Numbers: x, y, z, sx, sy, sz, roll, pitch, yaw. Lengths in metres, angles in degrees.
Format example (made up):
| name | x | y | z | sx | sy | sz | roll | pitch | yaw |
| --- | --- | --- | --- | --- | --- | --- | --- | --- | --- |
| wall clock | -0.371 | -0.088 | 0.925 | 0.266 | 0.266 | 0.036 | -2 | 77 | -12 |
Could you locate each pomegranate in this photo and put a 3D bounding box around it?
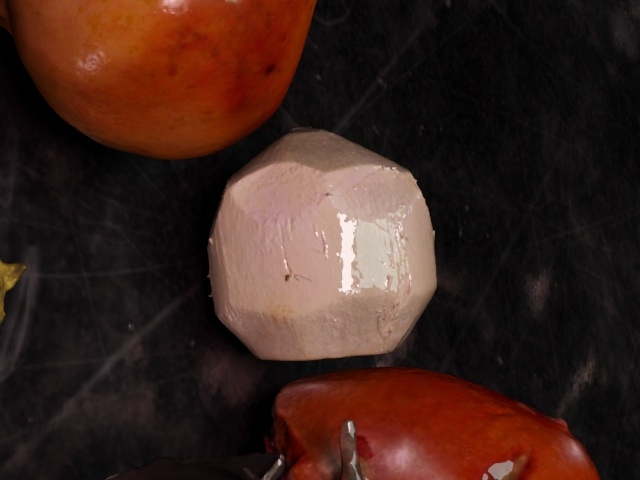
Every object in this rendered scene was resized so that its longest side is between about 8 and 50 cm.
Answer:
| name | x | y | z | sx | sy | sz | roll | pitch | yaw |
| --- | --- | --- | --- | --- | --- | --- | --- | --- | --- |
| pomegranate | -0.097 | -0.150 | 0.889 | 0.209 | 0.209 | 0.209 | 21 | 63 | -51 |

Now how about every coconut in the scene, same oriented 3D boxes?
| name | x | y | z | sx | sy | sz | roll | pitch | yaw |
| --- | --- | --- | --- | --- | --- | --- | --- | --- | --- |
| coconut | 0.002 | 0.000 | 1.021 | 0.161 | 0.161 | 0.162 | -7 | 94 | -55 |

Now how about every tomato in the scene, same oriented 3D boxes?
| name | x | y | z | sx | sy | sz | roll | pitch | yaw |
| --- | --- | --- | --- | --- | --- | --- | --- | --- | --- |
| tomato | 0.110 | 0.186 | 1.002 | 0.309 | 0.170 | 0.309 | 54 | 10 | -14 |

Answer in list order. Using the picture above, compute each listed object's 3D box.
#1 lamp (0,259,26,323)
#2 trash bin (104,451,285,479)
| name | x | y | z | sx | sy | sz | roll | pitch | yaw |
| --- | --- | --- | --- | --- | --- | --- | --- | --- | --- |
| lamp | -0.224 | 0.018 | 0.711 | 0.157 | 0.135 | 0.156 | 7 | 74 | -52 |
| trash bin | -0.055 | 0.285 | 0.800 | 0.262 | 0.217 | 0.277 | 57 | 46 | -28 |
